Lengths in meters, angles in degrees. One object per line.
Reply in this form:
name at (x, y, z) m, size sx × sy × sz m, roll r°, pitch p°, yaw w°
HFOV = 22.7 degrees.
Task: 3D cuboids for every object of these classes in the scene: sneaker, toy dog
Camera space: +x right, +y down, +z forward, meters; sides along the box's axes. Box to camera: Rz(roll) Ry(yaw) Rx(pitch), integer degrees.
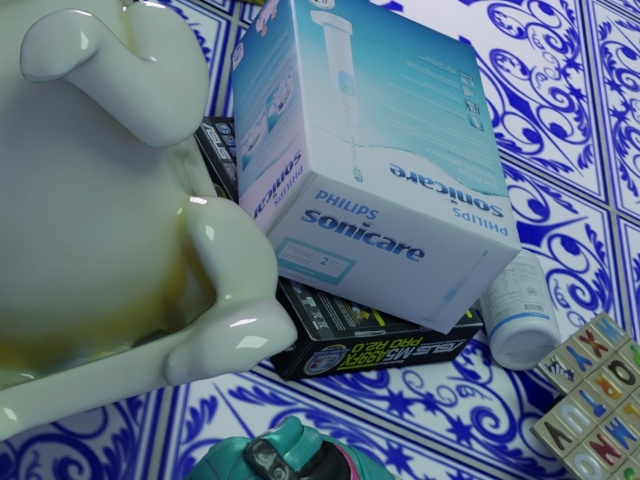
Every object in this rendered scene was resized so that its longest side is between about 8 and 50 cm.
sneaker at (-0.029, 0.229, 1.148) m, size 0.178 × 0.124 × 0.295 m, roll 36°, pitch 27°, yaw -10°
toy dog at (-0.184, -0.097, 1.151) m, size 0.395 × 0.284 × 0.408 m, roll -37°, pitch 110°, yaw -72°

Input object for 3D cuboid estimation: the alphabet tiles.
alphabet tiles at (0.287, 0.173, 1.490) m, size 0.198 × 0.009 × 0.237 m, roll 46°, pitch 35°, yaw 12°

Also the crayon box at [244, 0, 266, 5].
crayon box at (-0.113, -0.365, 1.790) m, size 0.323 × 0.083 × 0.203 m, roll 7°, pitch 45°, yaw -36°

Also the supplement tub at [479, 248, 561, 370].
supplement tub at (0.193, 0.068, 1.568) m, size 0.071 × 0.071 × 0.107 m, roll 19°, pitch 38°, yaw -23°

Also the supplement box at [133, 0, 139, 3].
supplement box at (-0.184, -0.145, 1.388) m, size 0.188 × 0.080 × 0.104 m, roll 64°, pitch 17°, yaw -45°

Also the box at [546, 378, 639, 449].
box at (0.265, 0.180, 1.516) m, size 0.062 × 0.052 × 0.083 m, roll 11°, pitch 44°, yaw -32°

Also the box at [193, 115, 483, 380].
box at (0.000, 0.000, 1.492) m, size 0.216 × 0.060 × 0.270 m, roll -2°, pitch 51°, yaw -42°

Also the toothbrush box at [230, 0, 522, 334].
toothbrush box at (0.043, -0.086, 1.463) m, size 0.216 × 0.126 × 0.296 m, roll 19°, pitch 38°, yaw -24°
